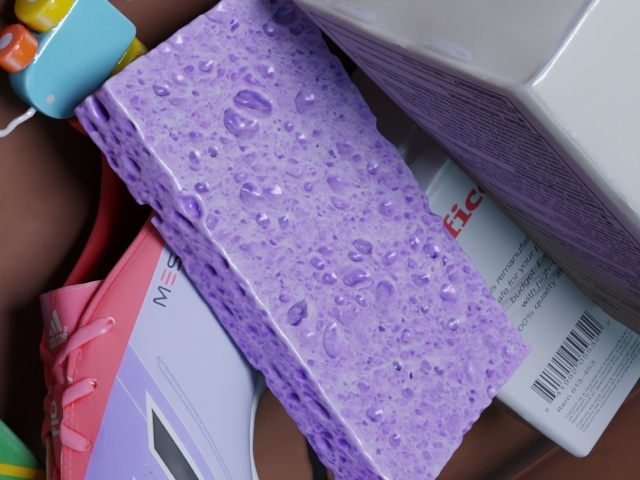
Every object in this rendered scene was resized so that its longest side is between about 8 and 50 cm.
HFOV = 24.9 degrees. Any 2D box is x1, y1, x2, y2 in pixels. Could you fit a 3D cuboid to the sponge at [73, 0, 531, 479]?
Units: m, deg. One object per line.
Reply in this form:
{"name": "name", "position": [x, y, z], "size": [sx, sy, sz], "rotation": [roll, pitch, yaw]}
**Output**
{"name": "sponge", "position": [0.000, 0.000, 0.605], "size": [0.210, 0.031, 0.117], "rotation": [55, 47, -9]}

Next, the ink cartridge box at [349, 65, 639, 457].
{"name": "ink cartridge box", "position": [0.103, -0.011, 0.779], "size": [0.172, 0.100, 0.237], "rotation": [-56, 135, -4]}

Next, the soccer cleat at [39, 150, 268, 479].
{"name": "soccer cleat", "position": [-0.076, 0.081, 0.597], "size": [0.116, 0.109, 0.318], "rotation": [29, 57, -33]}

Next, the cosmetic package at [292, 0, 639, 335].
{"name": "cosmetic package", "position": [0.144, -0.053, 0.619], "size": [0.129, 0.153, 0.296], "rotation": [-54, 133, -5]}

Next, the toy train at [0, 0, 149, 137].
{"name": "toy train", "position": [-0.122, -0.119, 0.568], "size": [0.125, 0.046, 0.166], "rotation": [-10, 115, -36]}

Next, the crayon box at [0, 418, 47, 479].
{"name": "crayon box", "position": [-0.186, 0.182, 0.642], "size": [0.203, 0.083, 0.323], "rotation": [-45, 135, -14]}
